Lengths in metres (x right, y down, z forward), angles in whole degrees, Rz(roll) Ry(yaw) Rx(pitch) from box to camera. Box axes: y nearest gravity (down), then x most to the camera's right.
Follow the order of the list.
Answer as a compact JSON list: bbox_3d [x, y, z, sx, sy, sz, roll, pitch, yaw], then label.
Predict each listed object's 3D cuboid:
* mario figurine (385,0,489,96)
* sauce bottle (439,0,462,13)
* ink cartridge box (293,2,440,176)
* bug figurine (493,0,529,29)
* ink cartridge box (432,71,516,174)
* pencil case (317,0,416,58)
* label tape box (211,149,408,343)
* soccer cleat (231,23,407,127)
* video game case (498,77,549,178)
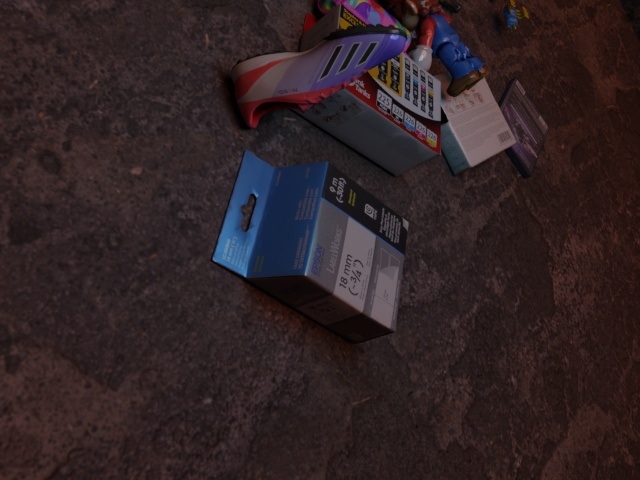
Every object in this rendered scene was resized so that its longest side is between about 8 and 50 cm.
[{"bbox_3d":[0.256,-0.488,1.623,0.321,0.170,0.198,56,7,2],"label":"mario figurine"},{"bbox_3d":[0.338,-0.671,1.843,0.128,0.042,0.042,33,53,-34],"label":"sauce bottle"},{"bbox_3d":[0.106,-0.331,1.405,0.309,0.130,0.272,26,55,-34],"label":"ink cartridge box"},{"bbox_3d":[0.504,-0.755,2.018,0.279,0.072,0.216,25,51,-30],"label":"bug figurine"},{"bbox_3d":[0.371,-0.314,1.711,0.275,0.060,0.239,-27,90,-46],"label":"ink cartridge box"},{"bbox_3d":[0.103,-0.477,1.475,0.236,0.104,0.105,26,56,-37],"label":"pencil case"},{"bbox_3d":[0.000,0.000,1.178,0.333,0.105,0.241,33,52,-31],"label":"label tape box"},{"bbox_3d":[0.001,-0.286,1.174,0.108,0.318,0.117,23,56,-76],"label":"soccer cleat"},{"bbox_3d":[0.579,-0.330,1.948,0.196,0.026,0.274,51,46,-17],"label":"video game case"}]
